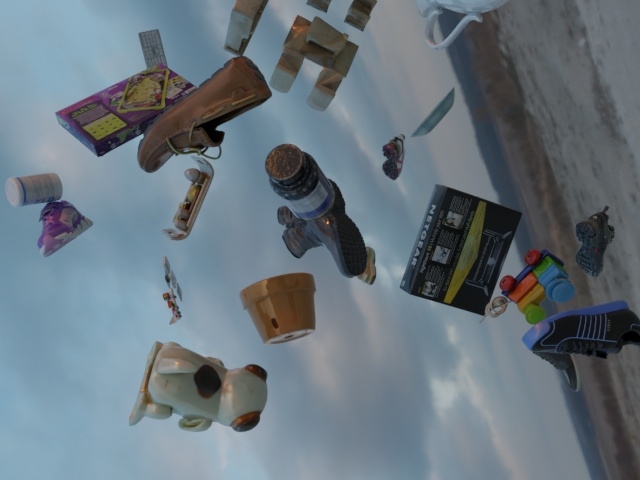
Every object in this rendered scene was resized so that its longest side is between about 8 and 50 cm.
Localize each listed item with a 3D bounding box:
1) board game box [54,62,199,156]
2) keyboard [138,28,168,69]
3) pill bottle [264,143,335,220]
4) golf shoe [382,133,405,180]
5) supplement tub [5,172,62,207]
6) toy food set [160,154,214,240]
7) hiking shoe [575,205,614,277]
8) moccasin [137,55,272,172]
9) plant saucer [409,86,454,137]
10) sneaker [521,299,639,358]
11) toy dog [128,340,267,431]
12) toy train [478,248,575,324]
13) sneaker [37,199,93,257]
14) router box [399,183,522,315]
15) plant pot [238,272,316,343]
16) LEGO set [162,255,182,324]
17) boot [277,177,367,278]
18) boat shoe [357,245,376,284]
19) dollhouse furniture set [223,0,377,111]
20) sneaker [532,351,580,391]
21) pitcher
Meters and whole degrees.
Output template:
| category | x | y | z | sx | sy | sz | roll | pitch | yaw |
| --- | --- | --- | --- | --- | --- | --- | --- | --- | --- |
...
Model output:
| category | x | y | z | sx | sy | sz | roll | pitch | yaw |
| --- | --- | --- | --- | --- | --- | --- | --- | --- | --- |
| board game box | -0.523 | -0.369 | 1.833 | 0.208 | 0.347 | 0.056 | 39 | 149 | 26 |
| keyboard | -0.533 | -0.557 | 2.177 | 0.014 | 0.072 | 0.256 | 28 | 133 | 56 |
| pill bottle | -0.050 | -0.139 | 1.583 | 0.219 | 0.123 | 0.123 | 50 | -153 | -63 |
| golf shoe | 0.250 | -0.268 | 2.172 | 0.067 | 0.086 | 0.186 | 38 | 158 | 22 |
| supplement tub | -0.663 | -0.118 | 1.535 | 0.107 | 0.071 | 0.071 | -16 | -92 | -46 |
| toy food set | -0.489 | -0.156 | 2.381 | 0.092 | 0.306 | 0.220 | 23 | 180 | -24 |
| hiking shoe | 0.776 | 0.010 | 1.842 | 0.086 | 0.114 | 0.227 | 45 | 165 | 43 |
| moccasin | -0.276 | -0.268 | 1.560 | 0.147 | 0.380 | 0.139 | 57 | -166 | 0 |
| plant saucer | 0.341 | -0.368 | 1.962 | 0.037 | 0.195 | 0.195 | 41 | -161 | -1 |
| sneaker | 0.501 | 0.182 | 1.249 | 0.081 | 0.232 | 0.090 | 86 | 167 | -50 |
| toy dog | -0.374 | 0.480 | 2.200 | 0.408 | 0.395 | 0.284 | 20 | -133 | -17 |
| toy train | 0.476 | 0.149 | 1.545 | 0.105 | 0.248 | 0.143 | 33 | -160 | -17 |
| sneaker | -0.618 | -0.037 | 1.551 | 0.104 | 0.095 | 0.236 | 58 | -177 | -14 |
| router box | 0.383 | 0.028 | 1.816 | 0.081 | 0.243 | 0.309 | -144 | 72 | -72 |
| plant pot | -0.139 | 0.263 | 2.455 | 0.291 | 0.291 | 0.203 | 28 | -136 | -67 |
| LEGO set | -0.571 | 0.192 | 2.492 | 0.244 | 0.060 | 0.182 | -113 | 5 | -61 |
| boot | 0.000 | 0.000 | 1.980 | 0.118 | 0.222 | 0.338 | 13 | -130 | -44 |
| boat shoe | 0.143 | 0.073 | 2.225 | 0.190 | 0.072 | 0.068 | -93 | 22 | -61 |
| dollhouse furniture set | -0.084 | -0.640 | 2.102 | 0.362 | 0.394 | 0.256 | -68 | 9 | -14 |
| sneaker | 0.746 | 0.382 | 2.113 | 0.083 | 0.118 | 0.222 | -20 | -86 | -81 |
| pitcher | 0.261 | -0.445 | 1.204 | 0.125 | 0.207 | 0.178 | -16 | -75 | -33 |
